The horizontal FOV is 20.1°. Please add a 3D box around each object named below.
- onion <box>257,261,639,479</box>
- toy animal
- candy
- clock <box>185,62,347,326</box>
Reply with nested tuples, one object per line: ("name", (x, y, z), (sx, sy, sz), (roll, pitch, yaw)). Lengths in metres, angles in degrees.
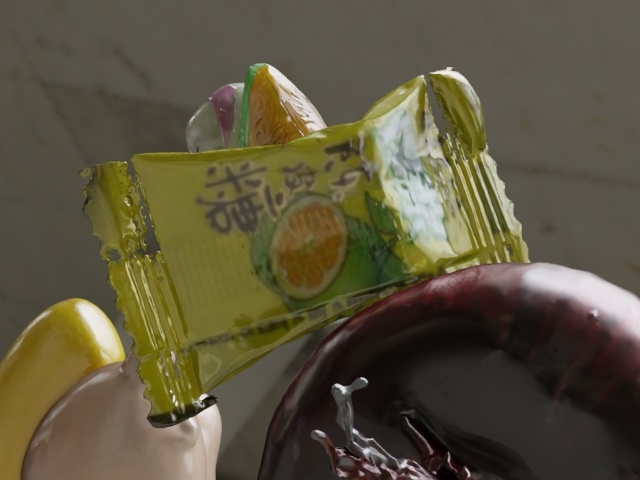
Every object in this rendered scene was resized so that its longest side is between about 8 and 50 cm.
("onion", (0.088, 0.143, 0.960), (0.273, 0.273, 0.285), (28, 6, 17))
("toy animal", (-0.184, 0.206, 1.750), (0.345, 0.277, 0.247), (-21, -33, 40))
("candy", (0.000, 0.000, 1.216), (0.081, 0.297, 0.187), (-2, -74, 69))
("clock", (-0.035, -0.029, 1.347), (0.144, 0.103, 0.231), (29, -44, 38))
